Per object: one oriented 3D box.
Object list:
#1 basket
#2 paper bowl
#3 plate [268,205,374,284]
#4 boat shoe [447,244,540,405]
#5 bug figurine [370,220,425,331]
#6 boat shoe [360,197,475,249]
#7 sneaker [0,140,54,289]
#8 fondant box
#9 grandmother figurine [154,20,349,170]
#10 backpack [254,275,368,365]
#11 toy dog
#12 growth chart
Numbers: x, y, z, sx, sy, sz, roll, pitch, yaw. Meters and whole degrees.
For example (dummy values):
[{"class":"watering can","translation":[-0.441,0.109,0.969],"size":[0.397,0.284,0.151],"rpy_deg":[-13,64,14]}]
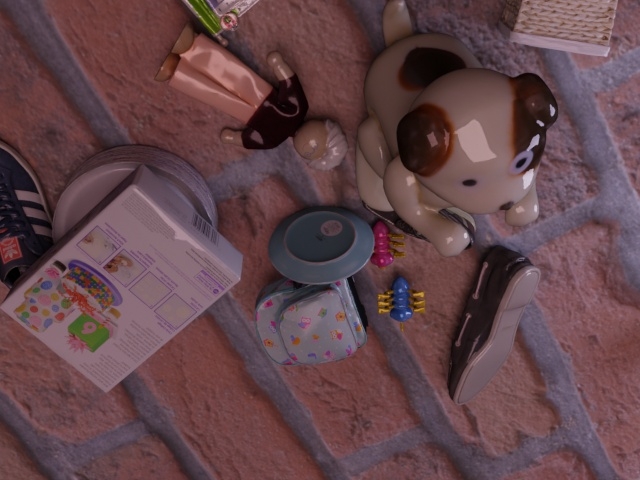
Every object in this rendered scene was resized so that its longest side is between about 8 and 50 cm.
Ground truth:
[{"class":"basket","translation":[0.387,-0.368,1.632],"size":[0.167,0.113,0.103],"rpy_deg":[9,111,-5]},{"class":"paper bowl","translation":[-0.326,-0.013,1.768],"size":[0.284,0.148,0.284],"rpy_deg":[0,117,-1]},{"class":"plate","translation":[0.000,0.000,1.760],"size":[0.188,0.188,0.024],"rpy_deg":[-7,136,2]},{"class":"boat shoe","translation":[0.311,0.161,1.910],"size":[0.112,0.095,0.335],"rpy_deg":[-5,127,-39]},{"class":"bug figurine","translation":[0.054,0.065,1.856],"size":[0.279,0.072,0.216],"rpy_deg":[1,110,3]},{"class":"boat shoe","translation":[0.180,-0.043,1.804],"size":[0.224,0.073,0.080],"rpy_deg":[21,114,-11]},{"class":"sneaker","translation":[-0.539,-0.019,1.757],"size":[0.131,0.148,0.350],"rpy_deg":[-24,114,10]},{"class":"fondant box","translation":[-0.327,0.068,1.673],"size":[0.330,0.096,0.238],"rpy_deg":[-40,111,16]},{"class":"grandmother figurine","translation":[-0.106,-0.224,1.695],"size":[0.342,0.104,0.208],"rpy_deg":[29,141,-13]},{"class":"backpack","translation":[-0.024,0.139,1.774],"size":[0.189,0.144,0.165],"rpy_deg":[-16,112,11]},{"class":"toy dog","translation":[0.218,-0.177,1.544],"size":[0.285,0.408,0.395],"rpy_deg":[-9,107,-6]},{"class":"growth chart","translation":[-0.138,-0.452,1.628],"size":[0.237,0.021,0.172],"rpy_deg":[-42,109,16]}]
